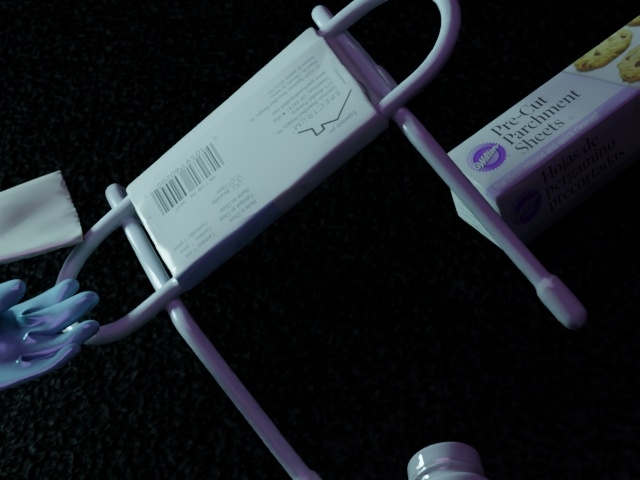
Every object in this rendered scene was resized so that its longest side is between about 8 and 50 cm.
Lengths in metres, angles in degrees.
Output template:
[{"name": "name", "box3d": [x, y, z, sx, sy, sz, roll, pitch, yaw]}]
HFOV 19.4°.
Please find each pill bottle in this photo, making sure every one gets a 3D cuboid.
[{"name": "pill bottle", "box3d": [0.084, 0.182, 1.140, 0.065, 0.065, 0.116, -14, 46, 6]}]

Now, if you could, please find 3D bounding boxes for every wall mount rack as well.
[{"name": "wall mount rack", "box3d": [0.000, 0.000, 1.262, 0.350, 0.130, 0.304, -40, 43, 6]}]

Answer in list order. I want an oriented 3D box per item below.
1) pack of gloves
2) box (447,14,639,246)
[{"name": "pack of gloves", "box3d": [-0.269, 0.034, 1.256, 0.232, 0.046, 0.195, -18, 44, -7]}, {"name": "box", "box3d": [0.235, -0.113, 1.364, 0.324, 0.063, 0.067, -35, 46, -15]}]
